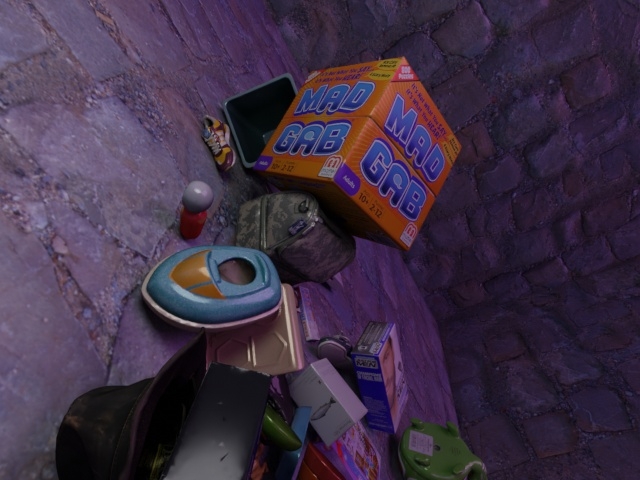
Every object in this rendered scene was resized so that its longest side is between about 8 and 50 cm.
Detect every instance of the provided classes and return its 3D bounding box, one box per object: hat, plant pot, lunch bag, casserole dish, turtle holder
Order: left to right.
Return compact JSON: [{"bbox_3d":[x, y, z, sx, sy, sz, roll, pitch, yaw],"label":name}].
[{"bbox_3d":[-0.247,0.252,0.525,0.331,0.134,0.331,-166,-90,-89],"label":"hat"},{"bbox_3d":[-0.155,-0.373,1.417,0.252,0.247,0.247,38,31,-81],"label":"plant pot"},{"bbox_3d":[-0.063,0.458,0.918,0.037,0.114,0.188,22,27,2],"label":"casserole dish"},{"bbox_3d":[-0.061,-0.006,1.164,0.305,0.256,0.212,40,41,-52],"label":"lunch bag"},{"bbox_3d":[0.450,0.833,1.538,0.243,0.321,0.227,-118,-148,-58],"label":"turtle holder"}]

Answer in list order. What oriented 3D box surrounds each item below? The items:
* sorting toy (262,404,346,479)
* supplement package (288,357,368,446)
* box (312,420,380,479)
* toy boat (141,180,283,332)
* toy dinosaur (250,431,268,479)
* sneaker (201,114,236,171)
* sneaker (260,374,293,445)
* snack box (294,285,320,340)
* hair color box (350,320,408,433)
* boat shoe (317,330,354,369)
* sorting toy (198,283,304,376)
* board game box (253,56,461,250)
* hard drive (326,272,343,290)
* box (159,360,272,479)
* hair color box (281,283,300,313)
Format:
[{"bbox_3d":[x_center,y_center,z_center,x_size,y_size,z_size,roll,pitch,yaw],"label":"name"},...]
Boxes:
[{"bbox_3d":[-0.102,0.400,0.763,0.365,0.126,0.127,47,-14,-13],"label":"sorting toy"},{"bbox_3d":[0.017,0.417,1.059,0.179,0.105,0.105,47,13,21],"label":"supplement package"},{"bbox_3d":[0.085,0.613,1.178,0.293,0.057,0.201,62,19,-14],"label":"box"},{"bbox_3d":[-0.224,0.029,0.813,0.268,0.148,0.318,-6,52,-32],"label":"toy boat"},{"bbox_3d":[-0.143,0.415,0.795,0.211,0.064,0.112,65,20,-5],"label":"toy dinosaur"},{"bbox_3d":[-0.302,-0.279,1.170,0.084,0.070,0.185,24,39,-51],"label":"sneaker"},{"bbox_3d":[-0.134,0.303,0.919,0.130,0.109,0.286,6,69,-79],"label":"sneaker"},{"bbox_3d":[-0.043,0.238,1.319,0.064,0.022,0.178,29,42,-59],"label":"snack box"},{"bbox_3d":[0.216,0.476,1.422,0.185,0.110,0.338,-45,125,-53],"label":"hair color box"},{"bbox_3d":[0.057,0.357,1.339,0.254,0.095,0.079,46,30,-48],"label":"boat shoe"},{"bbox_3d":[-0.148,0.197,0.852,0.038,0.209,0.192,87,-7,-60],"label":"sorting toy"},{"bbox_3d":[0.107,-0.236,1.159,0.356,0.357,0.356,37,78,-40],"label":"board game box"},{"bbox_3d":[0.000,0.000,1.609,0.233,0.047,0.352,50,21,-55],"label":"hard drive"},{"bbox_3d":[-0.152,0.338,0.587,0.184,0.103,0.261,-83,-173,-58],"label":"box"},{"bbox_3d":[-0.115,0.167,1.177,0.141,0.043,0.071,39,32,-54],"label":"hair color box"}]
